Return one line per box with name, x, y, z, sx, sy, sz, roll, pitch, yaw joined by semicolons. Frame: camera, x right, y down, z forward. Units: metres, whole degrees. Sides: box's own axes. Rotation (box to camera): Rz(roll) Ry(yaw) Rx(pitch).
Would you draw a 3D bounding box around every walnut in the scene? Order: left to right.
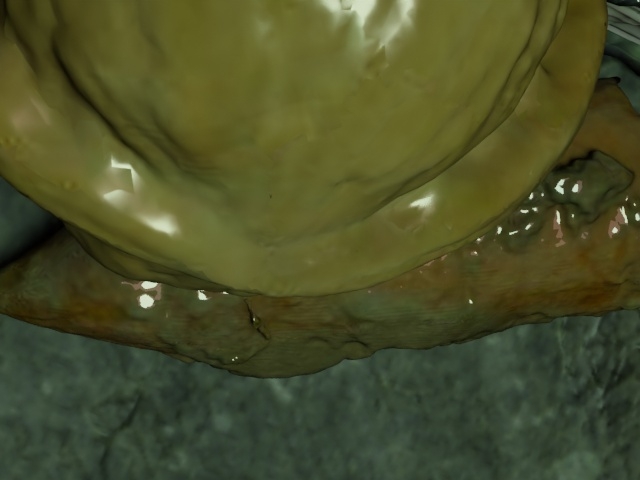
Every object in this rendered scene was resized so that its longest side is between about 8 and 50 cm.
walnut;-0.023;-0.104;0.514;0.257;0.224;0.257;7;65;-16

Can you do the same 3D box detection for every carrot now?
carrot;0.000;0.000;0.633;0.263;0.102;0.101;-8;101;-12

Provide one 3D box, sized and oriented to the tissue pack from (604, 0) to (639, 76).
tissue pack;0.229;-0.224;0.661;0.259;0.122;0.361;20;89;-23
